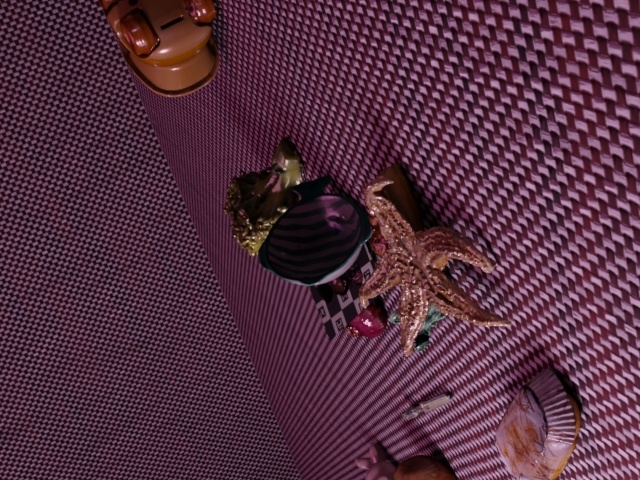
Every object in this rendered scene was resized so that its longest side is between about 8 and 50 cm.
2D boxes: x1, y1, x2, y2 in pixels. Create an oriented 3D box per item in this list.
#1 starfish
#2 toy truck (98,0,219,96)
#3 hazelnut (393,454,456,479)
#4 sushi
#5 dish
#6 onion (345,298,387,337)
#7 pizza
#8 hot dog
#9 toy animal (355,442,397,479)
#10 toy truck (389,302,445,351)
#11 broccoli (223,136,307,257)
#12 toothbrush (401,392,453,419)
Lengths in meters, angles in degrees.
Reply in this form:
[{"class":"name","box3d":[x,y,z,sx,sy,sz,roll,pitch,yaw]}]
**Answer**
[{"class":"starfish","box3d":[0.151,0.059,1.338,0.299,0.060,0.302,49,144,18]},{"class":"toy truck","box3d":[-0.337,-0.468,1.856,0.288,0.204,0.211,56,166,16]},{"class":"hazelnut","box3d":[0.231,0.529,1.882,0.154,0.143,0.143,-129,17,-59]},{"class":"sushi","box3d":[0.054,0.061,1.710,0.215,0.051,0.192,-49,55,46]},{"class":"dish","box3d":[0.000,0.000,1.635,0.078,0.224,0.246,54,-153,-47]},{"class":"onion","box3d":[0.082,0.151,1.765,0.107,0.097,0.107,34,156,17]},{"class":"pizza","box3d":[0.120,-0.018,1.417,0.127,0.058,0.246,54,160,30]},{"class":"hot dog","box3d":[0.314,0.273,1.277,0.252,0.069,0.131,92,156,-56]},{"class":"toy animal","box3d":[0.167,0.617,2.288,0.212,0.124,0.124,-100,-10,-67]},{"class":"toy truck","box3d":[0.178,0.105,1.437,0.080,0.078,0.154,53,145,29]},{"class":"broccoli","box3d":[-0.116,-0.071,1.857,0.242,0.180,0.273,52,161,37]},{"class":"toothbrush","box3d":[0.215,0.332,1.773,0.026,0.028,0.294,58,159,10]}]
